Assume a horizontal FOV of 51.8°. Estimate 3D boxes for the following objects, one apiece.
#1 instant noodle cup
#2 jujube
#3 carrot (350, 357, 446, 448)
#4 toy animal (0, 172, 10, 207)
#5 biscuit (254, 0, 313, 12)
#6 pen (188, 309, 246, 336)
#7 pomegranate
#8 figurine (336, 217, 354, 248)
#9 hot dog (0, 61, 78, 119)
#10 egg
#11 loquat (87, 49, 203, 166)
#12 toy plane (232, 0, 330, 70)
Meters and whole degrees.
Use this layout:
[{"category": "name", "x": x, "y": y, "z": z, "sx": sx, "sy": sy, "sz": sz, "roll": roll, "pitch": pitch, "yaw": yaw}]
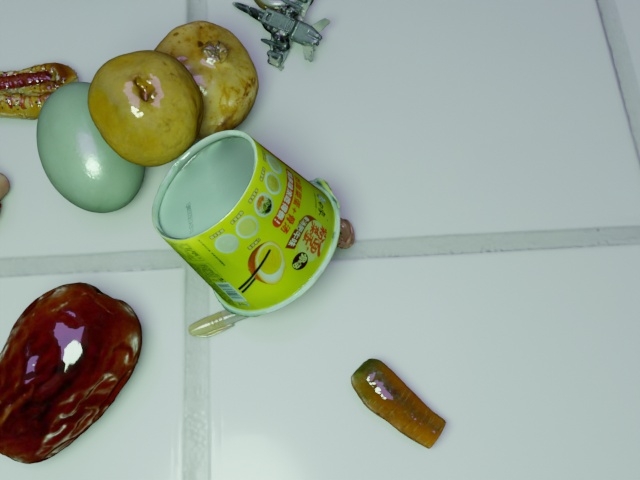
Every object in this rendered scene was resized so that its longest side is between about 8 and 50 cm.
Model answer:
[{"category": "instant noodle cup", "x": -0.143, "y": -0.045, "z": 1.200, "sx": 0.311, "sy": 0.221, "sz": 0.311, "roll": -19, "pitch": 50, "yaw": 24}, {"category": "jujube", "x": -0.464, "y": 0.230, "z": 1.175, "sx": 0.223, "sy": 0.223, "sz": 0.318, "roll": 30, "pitch": 79, "yaw": 9}, {"category": "carrot", "x": 0.141, "y": 0.304, "z": 1.221, "sx": 0.193, "sy": 0.087, "sz": 0.087, "roll": 43, "pitch": 74, "yaw": 11}, {"category": "toy animal", "x": -0.727, "y": -0.110, "z": 1.314, "sx": 0.171, "sy": 0.171, "sz": 0.198, "roll": -39, "pitch": 73, "yaw": -15}, {"category": "biscuit", "x": -0.098, "y": -0.641, "z": 1.592, "sx": 0.181, "sy": 0.049, "sz": 0.208, "roll": -26, "pitch": 71, "yaw": -10}, {"category": "pen", "x": -0.147, "y": 0.143, "z": 1.301, "sx": 0.233, "sy": 0.032, "sz": 0.040, "roll": -19, "pitch": 94, "yaw": -9}, {"category": "pomegranate", "x": -0.242, "y": -0.334, "z": 1.373, "sx": 0.248, "sy": 0.248, "sz": 0.248, "roll": 1, "pitch": 69, "yaw": -2}, {"category": "figurine", "x": -0.006, "y": -0.007, "z": 1.319, "sx": 0.157, "sy": 0.126, "sz": 0.114, "roll": -31, "pitch": 116, "yaw": -11}, {"category": "hot dog", "x": -0.655, "y": -0.324, "z": 1.442, "sx": 0.252, "sy": 0.069, "sz": 0.131, "roll": -6, "pitch": 70, "yaw": -3}, {"category": "egg", "x": -0.459, "y": -0.187, "z": 1.324, "sx": 0.202, "sy": 0.203, "sz": 0.283, "roll": -23, "pitch": 74, "yaw": -10}, {"category": "loquat", "x": -0.316, "y": -0.241, "z": 1.198, "sx": 0.208, "sy": 0.208, "sz": 0.208, "roll": 1, "pitch": 69, "yaw": -2}, {"category": "toy plane", "x": -0.107, "y": -0.507, "z": 1.521, "sx": 0.262, "sy": 0.088, "sz": 0.192, "roll": 28, "pitch": 98, "yaw": 13}]
